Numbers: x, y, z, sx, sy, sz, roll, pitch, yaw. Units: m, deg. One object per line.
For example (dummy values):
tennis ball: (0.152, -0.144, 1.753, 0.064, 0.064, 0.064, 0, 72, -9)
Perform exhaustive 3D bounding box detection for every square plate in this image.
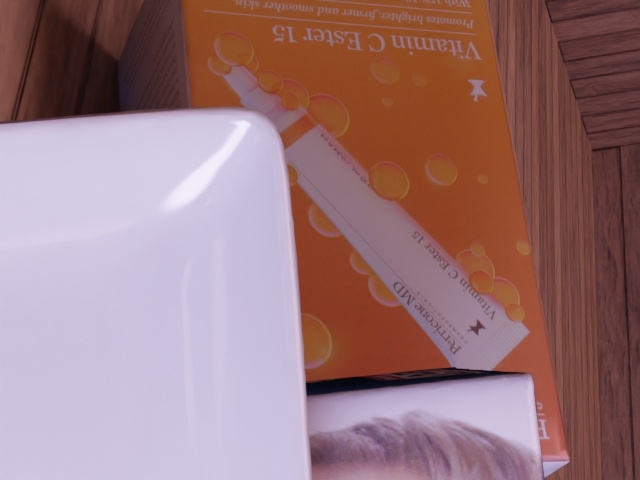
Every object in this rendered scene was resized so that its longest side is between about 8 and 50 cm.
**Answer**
square plate: (-0.165, 0.142, 0.424, 0.049, 0.343, 0.347, 151, -66, -76)

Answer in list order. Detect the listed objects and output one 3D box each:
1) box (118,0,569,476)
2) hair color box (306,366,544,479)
box: (0.000, 0.000, 0.931, 0.168, 0.215, 0.345, 130, -42, -59)
hair color box: (-0.093, 0.147, 0.523, 0.105, 0.347, 0.174, 155, -71, -78)
